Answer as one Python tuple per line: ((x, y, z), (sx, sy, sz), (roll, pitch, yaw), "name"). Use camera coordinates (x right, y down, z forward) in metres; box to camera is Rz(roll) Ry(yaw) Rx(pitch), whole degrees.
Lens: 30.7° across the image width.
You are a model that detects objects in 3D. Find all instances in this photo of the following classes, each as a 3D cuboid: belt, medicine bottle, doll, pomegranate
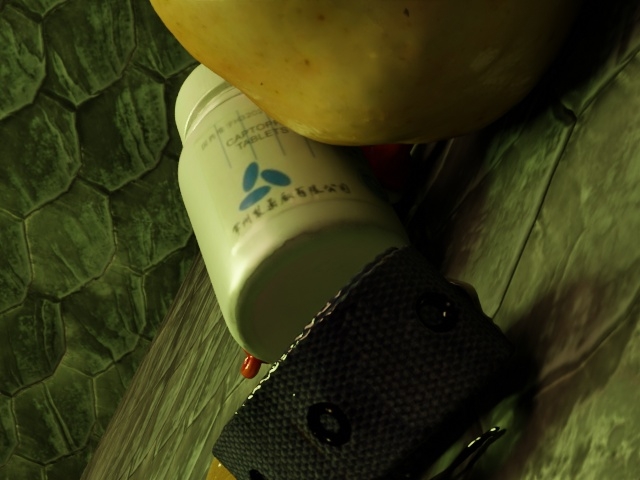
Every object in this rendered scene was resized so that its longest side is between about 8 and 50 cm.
((0.029, 0.111, 0.744), (0.140, 0.126, 0.230), (-34, -14, -45), "belt")
((-0.036, -0.040, 1.045), (0.170, 0.170, 0.293), (-59, 36, 28), "medicine bottle")
((0.000, 0.000, 1.203), (0.336, 0.105, 0.200), (-61, 14, 14), "doll")
((0.049, -0.285, 0.907), (0.411, 0.412, 0.411), (-61, 11, 19), "pomegranate")

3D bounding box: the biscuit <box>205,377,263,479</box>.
((-0.050, 0.208, 1.120), (0.170, 0.050, 0.170), (-51, 20, 26), "biscuit")
